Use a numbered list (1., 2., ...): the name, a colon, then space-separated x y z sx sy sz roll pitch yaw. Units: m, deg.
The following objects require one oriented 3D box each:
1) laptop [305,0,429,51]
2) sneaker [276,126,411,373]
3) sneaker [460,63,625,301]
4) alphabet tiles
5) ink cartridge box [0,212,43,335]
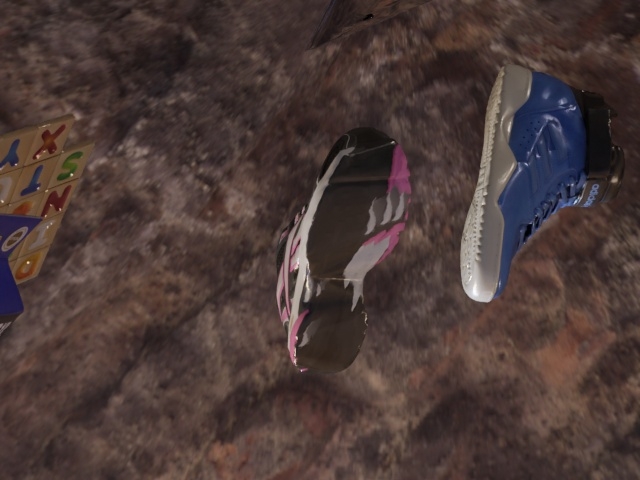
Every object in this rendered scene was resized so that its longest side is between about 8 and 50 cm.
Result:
1. laptop: 0.154 -0.407 1.310 0.236 0.382 0.408 11 -94 -6
2. sneaker: 0.000 0.000 0.847 0.072 0.077 0.178 2 -59 -31
3. sneaker: 0.132 -0.028 0.718 0.084 0.152 0.058 15 -31 -1
4. alphabet tiles: -0.390 0.006 1.413 0.011 0.285 0.343 42 -54 14
5. ink cartridge box: -0.413 0.124 1.244 0.069 0.176 0.371 42 -84 8
